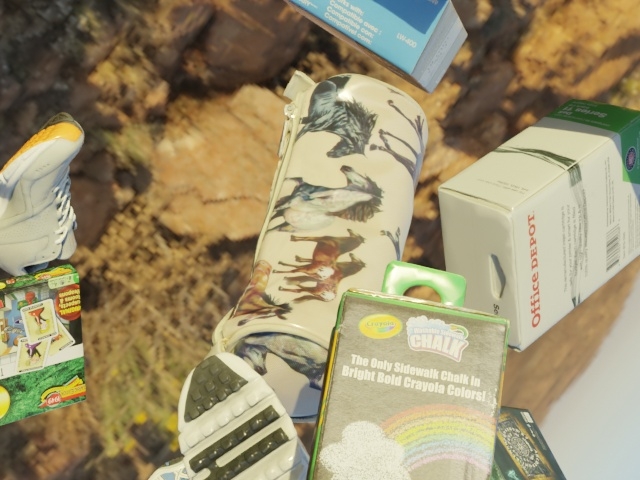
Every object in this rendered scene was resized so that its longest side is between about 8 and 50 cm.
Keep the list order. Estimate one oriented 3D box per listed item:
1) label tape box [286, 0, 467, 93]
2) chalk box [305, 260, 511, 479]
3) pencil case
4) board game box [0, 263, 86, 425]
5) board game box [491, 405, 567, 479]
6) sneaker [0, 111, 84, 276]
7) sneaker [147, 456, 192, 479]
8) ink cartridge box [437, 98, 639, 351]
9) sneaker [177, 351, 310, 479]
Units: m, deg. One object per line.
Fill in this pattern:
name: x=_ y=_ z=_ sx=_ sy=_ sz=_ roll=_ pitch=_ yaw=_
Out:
label tape box: x=0.045 y=-0.300 z=1.378 sx=0.106 sy=0.240 sz=0.334 roll=-58 pitch=170 yaw=8
chalk box: x=0.066 y=0.123 z=0.875 sx=0.132 sy=0.132 sz=0.213 roll=100 pitch=2 yaw=-65
pencil case: x=0.000 y=0.000 z=1.226 sx=0.160 sy=0.183 sz=0.410 roll=114 pitch=-7 yaw=-51
board game box: x=-0.332 y=0.113 z=0.982 sx=0.260 sy=0.030 sz=0.136 roll=-15 pitch=119 yaw=-32
board game box: x=0.249 y=0.283 z=1.383 sx=0.126 sy=0.186 sz=0.026 roll=14 pitch=128 yaw=-37
sneaker: x=-0.317 y=-0.043 z=1.296 sx=0.262 sy=0.121 sz=0.099 roll=-41 pitch=-167 yaw=44
sneaker: x=-0.179 y=0.364 z=1.659 sx=0.211 sy=0.081 sz=0.080 roll=-30 pitch=127 yaw=12
ink cartridge box: x=0.209 y=-0.019 z=1.032 sx=0.208 sy=0.087 sz=0.153 roll=-32 pitch=127 yaw=-34
sneaker: x=-0.038 y=0.239 z=1.039 sx=0.110 sy=0.292 sz=0.118 roll=-29 pitch=175 yaw=6
